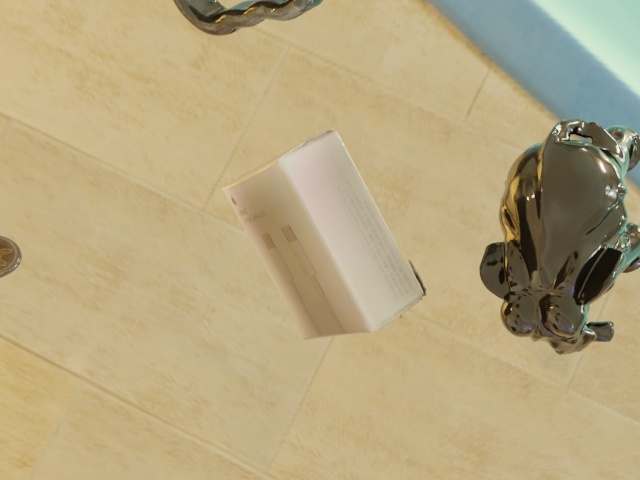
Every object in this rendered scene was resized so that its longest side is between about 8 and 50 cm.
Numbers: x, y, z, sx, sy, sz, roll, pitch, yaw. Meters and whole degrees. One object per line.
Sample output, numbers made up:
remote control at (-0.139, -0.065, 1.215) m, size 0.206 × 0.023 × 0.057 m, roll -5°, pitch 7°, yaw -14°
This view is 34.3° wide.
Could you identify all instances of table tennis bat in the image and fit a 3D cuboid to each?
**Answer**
table tennis bat at (-0.575, 0.061, 1.701) m, size 0.169 × 0.119 × 0.108 m, roll 7°, pitch 38°, yaw -5°

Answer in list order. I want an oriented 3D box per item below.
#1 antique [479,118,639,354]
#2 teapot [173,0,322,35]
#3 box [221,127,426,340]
antique at (0.336, -0.003, 1.412) m, size 0.185 × 0.255 × 0.323 m, roll 1°, pitch 96°, yaw 28°
teapot at (-0.117, -0.320, 0.830) m, size 0.305 × 0.285 × 0.223 m, roll 30°, pitch 61°, yaw -19°
box at (0.000, 0.000, 1.366) m, size 0.106 × 0.203 × 0.252 m, roll -30°, pitch 96°, yaw -26°
